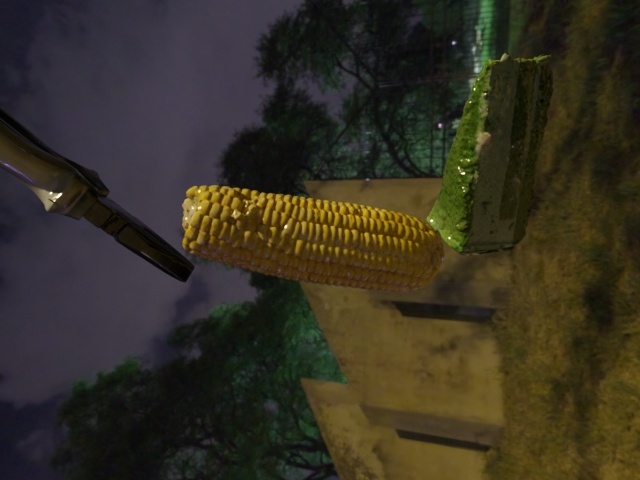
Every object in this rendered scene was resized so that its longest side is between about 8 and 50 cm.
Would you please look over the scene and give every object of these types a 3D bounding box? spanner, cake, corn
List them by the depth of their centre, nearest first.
[{"bbox_3d":[0.000,0.000,0.359,0.067,0.207,0.067,-170,90,-74],"label":"corn"},{"bbox_3d":[-0.245,-0.066,0.417,0.325,0.096,0.040,41,-91,-20],"label":"spanner"},{"bbox_3d":[0.207,-0.110,0.597,0.099,0.100,0.235,-127,35,-63],"label":"cake"}]
